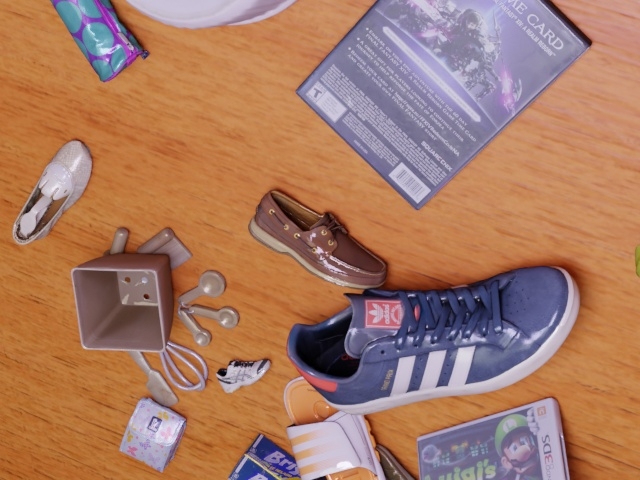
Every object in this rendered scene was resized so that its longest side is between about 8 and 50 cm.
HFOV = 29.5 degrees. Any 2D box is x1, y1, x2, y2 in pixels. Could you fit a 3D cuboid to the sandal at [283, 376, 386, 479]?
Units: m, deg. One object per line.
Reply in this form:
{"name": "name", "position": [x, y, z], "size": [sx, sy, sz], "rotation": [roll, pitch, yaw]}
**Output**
{"name": "sandal", "position": [0.027, 0.293, 1.521], "size": [0.102, 0.076, 0.265], "rotation": [-31, 84, 33]}

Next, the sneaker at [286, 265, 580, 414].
{"name": "sneaker", "position": [0.113, 0.099, 1.367], "size": [0.350, 0.131, 0.148], "rotation": [-25, 135, 29]}

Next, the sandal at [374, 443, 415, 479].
{"name": "sandal", "position": [0.111, 0.334, 1.555], "size": [0.072, 0.049, 0.180], "rotation": [-37, 81, 29]}

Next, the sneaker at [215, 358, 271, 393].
{"name": "sneaker", "position": [-0.102, 0.168, 1.568], "size": [0.083, 0.032, 0.037], "rotation": [-30, 100, 29]}

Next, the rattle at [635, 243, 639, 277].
{"name": "rattle", "position": [0.439, 0.010, 1.259], "size": [0.200, 0.130, 0.143], "rotation": [-42, 106, 5]}

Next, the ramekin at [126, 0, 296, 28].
{"name": "ramekin", "position": [-0.128, -0.348, 1.283], "size": [0.273, 0.127, 0.272], "rotation": [9, 116, 18]}

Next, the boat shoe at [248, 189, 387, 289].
{"name": "boat shoe", "position": [0.000, 0.000, 1.430], "size": [0.178, 0.064, 0.060], "rotation": [28, 123, 11]}

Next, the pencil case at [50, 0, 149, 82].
{"name": "pencil case", "position": [-0.266, -0.263, 1.415], "size": [0.070, 0.064, 0.151], "rotation": [-21, 105, 45]}

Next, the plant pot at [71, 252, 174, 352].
{"name": "plant pot", "position": [-0.233, 0.067, 1.506], "size": [0.109, 0.096, 0.109], "rotation": [1, 112, 13]}

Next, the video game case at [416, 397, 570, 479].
{"name": "video game case", "position": [0.203, 0.290, 1.436], "size": [0.190, 0.173, 0.022], "rotation": [-22, 142, 29]}

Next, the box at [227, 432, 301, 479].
{"name": "box", "position": [-0.034, 0.332, 1.604], "size": [0.169, 0.054, 0.059], "rotation": [35, 122, 3]}

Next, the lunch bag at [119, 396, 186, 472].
{"name": "lunch bag", "position": [-0.226, 0.260, 1.649], "size": [0.071, 0.053, 0.083], "rotation": [27, 114, 6]}

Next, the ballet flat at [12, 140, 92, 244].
{"name": "ballet flat", "position": [-0.342, -0.054, 1.549], "size": [0.057, 0.052, 0.168], "rotation": [37, 121, 2]}

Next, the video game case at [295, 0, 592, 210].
{"name": "video game case", "position": [0.126, -0.186, 1.317], "size": [0.196, 0.026, 0.274], "rotation": [44, 121, -2]}

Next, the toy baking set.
{"name": "toy baking set", "position": [-0.215, 0.104, 1.584], "size": [0.197, 0.030, 0.256], "rotation": [31, 121, 6]}
